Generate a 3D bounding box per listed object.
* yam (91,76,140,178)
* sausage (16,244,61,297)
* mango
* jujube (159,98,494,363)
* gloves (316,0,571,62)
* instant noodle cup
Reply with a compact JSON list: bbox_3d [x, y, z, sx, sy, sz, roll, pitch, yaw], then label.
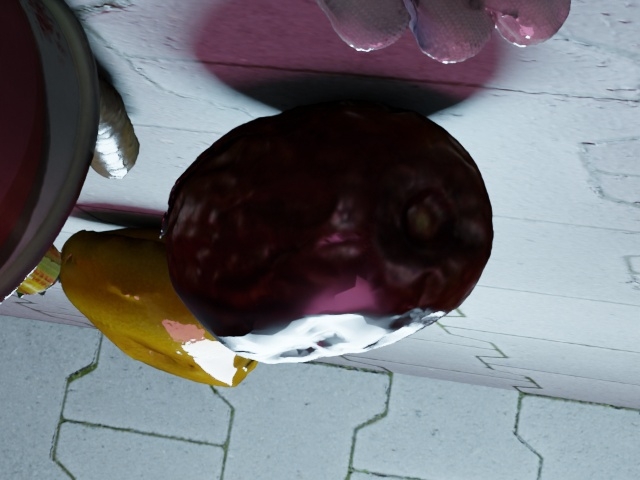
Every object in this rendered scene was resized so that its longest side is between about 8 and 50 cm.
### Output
[{"bbox_3d":[-0.156,-0.099,0.991,0.045,0.045,0.327,50,173,10],"label":"yam"},{"bbox_3d":[-0.365,-0.006,1.639,0.082,0.082,0.371,9,169,9],"label":"sausage"},{"bbox_3d":[-0.168,0.050,1.614,0.236,0.136,0.166,12,157,19],"label":"mango"},{"bbox_3d":[0.000,0.000,1.018,0.183,0.183,0.243,17,169,-34],"label":"jujube"},{"bbox_3d":[-0.003,-0.130,0.512,0.229,0.097,0.119,22,163,-23],"label":"gloves"},{"bbox_3d":[-0.246,-0.077,0.730,0.234,0.235,0.178,6,160,22],"label":"instant noodle cup"}]
